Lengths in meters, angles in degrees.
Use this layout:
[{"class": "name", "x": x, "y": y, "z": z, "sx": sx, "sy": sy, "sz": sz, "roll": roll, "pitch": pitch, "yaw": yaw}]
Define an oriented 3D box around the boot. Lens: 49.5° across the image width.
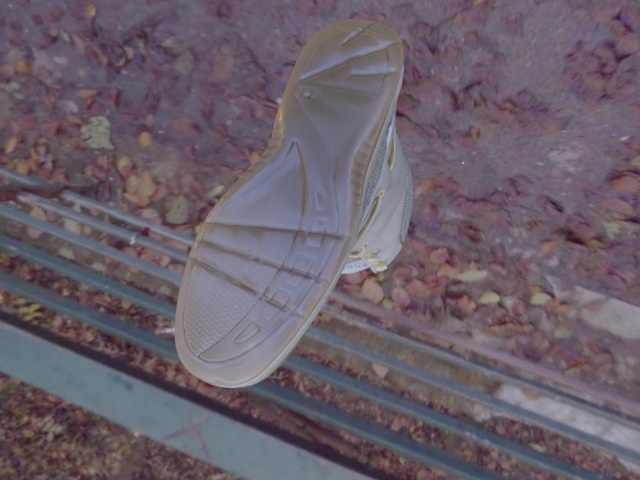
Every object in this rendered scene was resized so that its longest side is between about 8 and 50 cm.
[{"class": "boot", "x": 0.000, "y": 0.000, "z": 0.517, "sx": 0.095, "sy": 0.203, "sz": 0.261, "roll": 16, "pitch": 71, "yaw": 16}]
